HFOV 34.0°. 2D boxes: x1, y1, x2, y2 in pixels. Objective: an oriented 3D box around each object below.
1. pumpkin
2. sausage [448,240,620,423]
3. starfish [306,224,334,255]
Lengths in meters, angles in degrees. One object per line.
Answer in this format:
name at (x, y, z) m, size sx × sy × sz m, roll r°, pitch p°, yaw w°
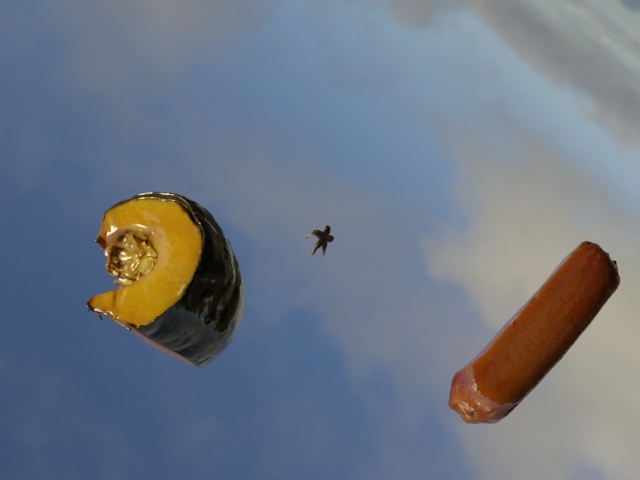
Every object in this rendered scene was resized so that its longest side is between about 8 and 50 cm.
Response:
pumpkin at (-0.274, 0.069, 1.941) m, size 0.225 × 0.257 × 0.303 m, roll 55°, pitch -145°, yaw -58°
sausage at (0.323, 0.133, 1.529) m, size 0.097 × 0.348 × 0.094 m, roll 46°, pitch 165°, yaw -2°
starfish at (0.000, 0.000, 2.506) m, size 0.028 × 0.091 × 0.078 m, roll 8°, pitch 143°, yaw 43°
